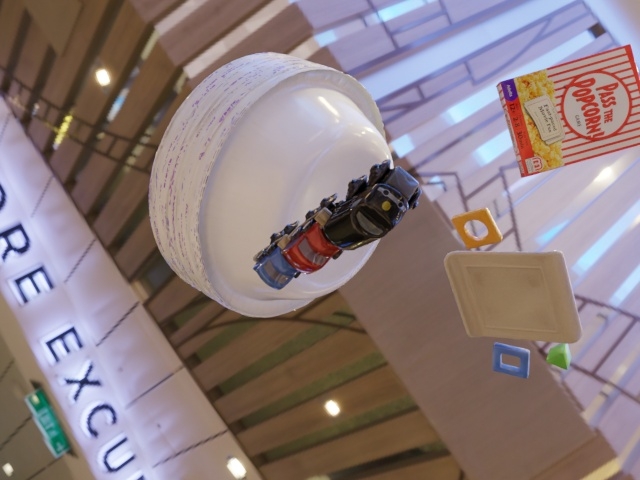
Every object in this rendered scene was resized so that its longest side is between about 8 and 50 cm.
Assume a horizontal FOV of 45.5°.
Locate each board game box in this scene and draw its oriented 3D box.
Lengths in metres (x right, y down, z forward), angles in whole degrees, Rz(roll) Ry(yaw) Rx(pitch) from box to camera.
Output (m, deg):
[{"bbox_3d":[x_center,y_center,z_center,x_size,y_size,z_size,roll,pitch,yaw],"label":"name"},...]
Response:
[{"bbox_3d":[0.374,-0.189,1.124,0.193,0.045,0.147,-16,-89,6],"label":"board game box"}]

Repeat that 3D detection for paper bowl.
[{"bbox_3d":[-0.030,-0.050,0.831,0.148,0.284,0.284,25,-49,38],"label":"paper bowl"}]

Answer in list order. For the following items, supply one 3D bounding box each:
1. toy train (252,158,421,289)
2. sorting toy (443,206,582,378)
[{"bbox_3d":[0.000,0.000,0.380,0.027,0.036,0.158,39,-24,-10],"label":"toy train"},{"bbox_3d":[0.320,0.084,1.261,0.196,0.047,0.348,-3,-57,34],"label":"sorting toy"}]
